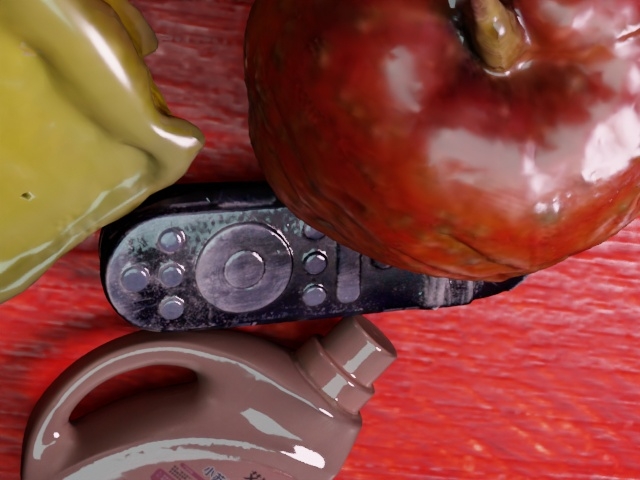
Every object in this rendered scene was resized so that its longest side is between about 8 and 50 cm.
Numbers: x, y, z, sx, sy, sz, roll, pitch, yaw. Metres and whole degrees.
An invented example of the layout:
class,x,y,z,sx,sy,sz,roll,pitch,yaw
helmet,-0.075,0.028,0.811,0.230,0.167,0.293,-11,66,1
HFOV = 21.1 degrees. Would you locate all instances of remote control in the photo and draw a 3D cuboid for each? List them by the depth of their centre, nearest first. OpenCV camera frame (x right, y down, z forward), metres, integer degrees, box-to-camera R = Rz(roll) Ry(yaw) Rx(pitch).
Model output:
class,x,y,z,sx,sy,sz,roll,pitch,yaw
remote control,0.000,0.000,1.023,0.265,0.066,0.090,-4,121,-12

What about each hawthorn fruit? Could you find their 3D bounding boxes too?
class,x,y,z,sx,sy,sz,roll,pitch,yaw
hawthorn fruit,0.079,-0.093,0.885,0.258,0.262,0.258,-11,119,-21

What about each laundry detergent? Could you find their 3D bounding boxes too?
class,x,y,z,sx,sy,sz,roll,pitch,yaw
laundry detergent,-0.077,0.117,1.047,0.171,0.076,0.237,39,102,-21

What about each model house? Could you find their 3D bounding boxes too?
class,x,y,z,sx,sy,sz,roll,pitch,yaw
model house,-0.180,-0.118,0.853,0.174,0.234,0.193,-31,124,13
